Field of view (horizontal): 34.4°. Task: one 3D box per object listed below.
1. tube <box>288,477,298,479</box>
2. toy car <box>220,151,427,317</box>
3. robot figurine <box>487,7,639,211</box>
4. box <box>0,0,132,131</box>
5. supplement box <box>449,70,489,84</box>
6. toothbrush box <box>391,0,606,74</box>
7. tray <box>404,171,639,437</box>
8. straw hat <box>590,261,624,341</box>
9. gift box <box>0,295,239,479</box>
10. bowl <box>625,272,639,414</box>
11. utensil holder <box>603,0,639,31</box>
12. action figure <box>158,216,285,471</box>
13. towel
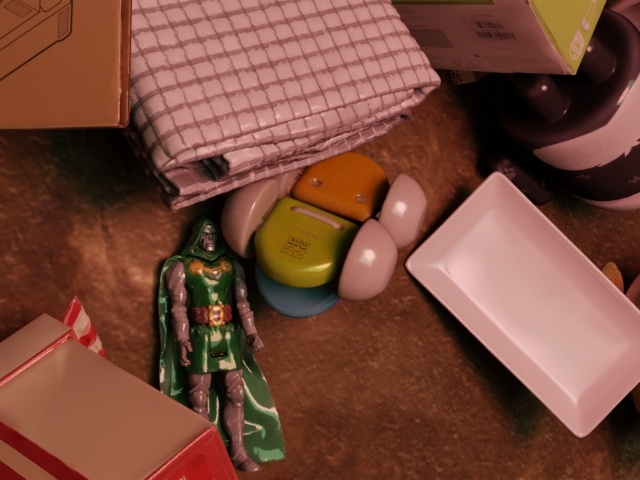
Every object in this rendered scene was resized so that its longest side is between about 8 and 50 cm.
[{"bbox_3d":[-0.089,0.320,0.940,0.070,0.062,0.240,38,67,20],"label":"tube"},{"bbox_3d":[0.000,0.000,0.959,0.182,0.159,0.136,-55,162,-47],"label":"toy car"},{"bbox_3d":[0.298,-0.144,1.125,0.278,0.209,0.173,32,62,-43],"label":"robot figurine"},{"bbox_3d":[-0.238,-0.164,0.780,0.021,0.201,0.164,11,80,-74],"label":"box"},{"bbox_3d":[0.181,-0.219,1.143,0.098,0.036,0.062,-31,107,-31],"label":"supplement box"},{"bbox_3d":[0.191,-0.316,1.034,0.122,0.206,0.283,43,67,-45],"label":"toothbrush box"},{"bbox_3d":[0.232,0.069,1.111,0.270,0.030,0.145,45,88,-1],"label":"tray"},{"bbox_3d":[0.306,0.090,1.206,0.144,0.061,0.144,-15,107,-58],"label":"straw hat"},{"bbox_3d":[-0.197,0.203,0.731,0.255,0.258,0.276,-33,125,-33],"label":"gift box"},{"bbox_3d":[0.443,0.098,1.192,0.156,0.289,0.289,35,69,-9],"label":"bowl"},{"bbox_3d":[0.516,-0.367,1.204,0.328,0.328,0.385,28,73,-31],"label":"utensil holder"},{"bbox_3d":[-0.098,0.095,0.935,0.137,0.063,0.232,-5,88,-31],"label":"action figure"},{"bbox_3d":[-0.070,-0.168,0.884,0.284,0.121,0.235,-22,79,-33],"label":"towel"}]
